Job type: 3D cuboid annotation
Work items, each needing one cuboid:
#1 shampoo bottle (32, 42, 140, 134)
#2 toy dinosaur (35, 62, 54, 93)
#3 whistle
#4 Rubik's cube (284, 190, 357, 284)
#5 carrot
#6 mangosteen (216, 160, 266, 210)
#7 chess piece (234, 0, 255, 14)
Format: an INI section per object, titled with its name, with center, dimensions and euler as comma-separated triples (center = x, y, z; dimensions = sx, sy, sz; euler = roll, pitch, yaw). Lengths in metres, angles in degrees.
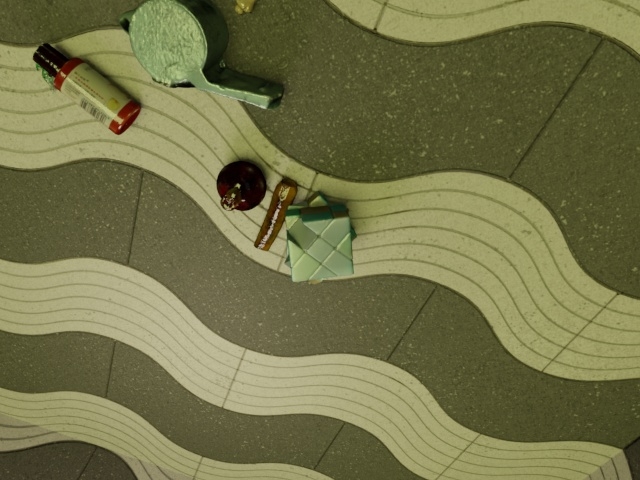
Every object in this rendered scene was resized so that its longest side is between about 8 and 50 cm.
[shampoo bottle]
center = -0.632, -0.413, 1.259
dimensions = 0.278, 0.104, 0.104
euler = 39, 120, -16
[toy dinosaur]
center = -0.768, -0.458, 1.303
dimensions = 0.062, 0.021, 0.083
euler = 27, 119, 0
[whistle]
center = -0.287, -0.440, 1.149
dimensions = 0.188, 0.168, 0.405
euler = -37, 110, 26
[Rubik's cube]
center = 0.000, 0.000, 1.370
dimensions = 0.224, 0.213, 0.265
euler = -6, 111, -4
[carrot]
center = -0.140, -0.072, 1.422
dimensions = 0.070, 0.070, 0.260
euler = 24, 125, -6
[mangosteen]
center = -0.229, -0.150, 1.338
dimensions = 0.152, 0.152, 0.152
euler = 4, 123, 6
[chess piece]
center = -0.140, -0.599, 1.095
dimensions = 0.172, 0.060, 0.060
euler = -37, 110, 29
